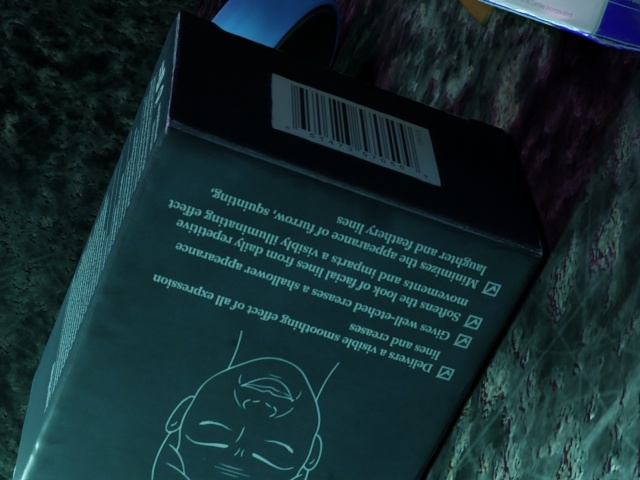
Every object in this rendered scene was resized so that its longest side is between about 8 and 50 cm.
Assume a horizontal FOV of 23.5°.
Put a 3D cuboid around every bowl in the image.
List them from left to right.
[{"bbox_3d":[-0.099,-0.147,1.883,0.391,0.077,0.391,-56,-11,-16],"label":"bowl"}]

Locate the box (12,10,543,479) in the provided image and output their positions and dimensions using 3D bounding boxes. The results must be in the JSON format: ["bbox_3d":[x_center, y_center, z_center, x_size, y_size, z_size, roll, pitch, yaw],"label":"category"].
[{"bbox_3d":[-0.049,0.070,1.240,0.212,0.293,0.395,-95,27,-60],"label":"box"}]

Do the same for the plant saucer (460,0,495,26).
[{"bbox_3d":[0.162,-0.351,1.242,0.333,0.081,0.333,-61,-7,-77],"label":"plant saucer"}]

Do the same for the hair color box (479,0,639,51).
[{"bbox_3d":[0.179,-0.314,1.013,0.185,0.110,0.339,25,105,32],"label":"hair color box"}]
